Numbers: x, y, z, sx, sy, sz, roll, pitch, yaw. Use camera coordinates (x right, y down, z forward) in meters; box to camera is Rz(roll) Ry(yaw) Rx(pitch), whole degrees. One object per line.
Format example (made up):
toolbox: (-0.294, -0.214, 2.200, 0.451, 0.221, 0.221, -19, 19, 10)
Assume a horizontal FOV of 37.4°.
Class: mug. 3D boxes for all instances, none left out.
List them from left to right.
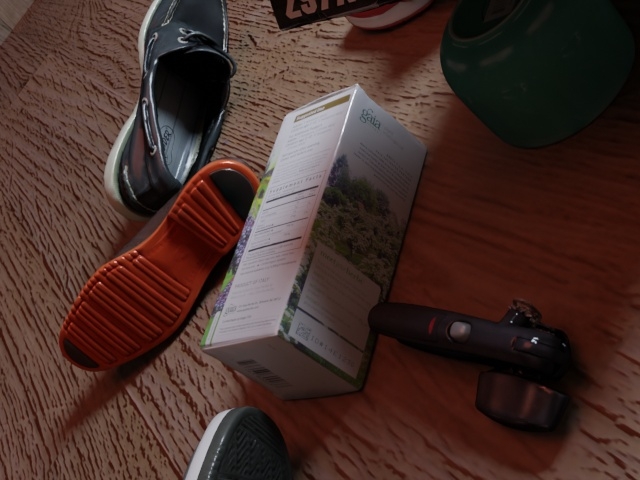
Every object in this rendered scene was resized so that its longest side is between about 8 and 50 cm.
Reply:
mug: (0.151, -0.156, 0.722, 0.129, 0.097, 0.158, -45, 33, 12)

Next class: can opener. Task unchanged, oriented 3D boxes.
can opener: (0.090, 0.066, 0.621, 0.186, 0.059, 0.073, 16, 72, 56)

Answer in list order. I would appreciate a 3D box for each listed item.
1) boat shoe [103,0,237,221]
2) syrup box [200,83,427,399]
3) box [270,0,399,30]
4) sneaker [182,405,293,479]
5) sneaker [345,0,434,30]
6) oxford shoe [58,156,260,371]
boat shoe: (-0.156, -0.187, 1.120, 0.113, 0.127, 0.340, -13, 51, 44)
syrup box: (0.000, 0.000, 0.767, 0.096, 0.093, 0.237, -16, 47, 44)
box: (0.153, -0.239, 0.651, 0.257, 0.079, 0.322, 1, 23, 46)
sneaker: (-0.121, 0.263, 0.650, 0.178, 0.124, 0.295, -15, 49, 32)
sneaker: (0.075, -0.287, 0.918, 0.221, 0.128, 0.087, -8, 52, 47)
oxford shoe: (-0.159, 0.025, 0.971, 0.271, 0.097, 0.098, -44, 13, 6)
